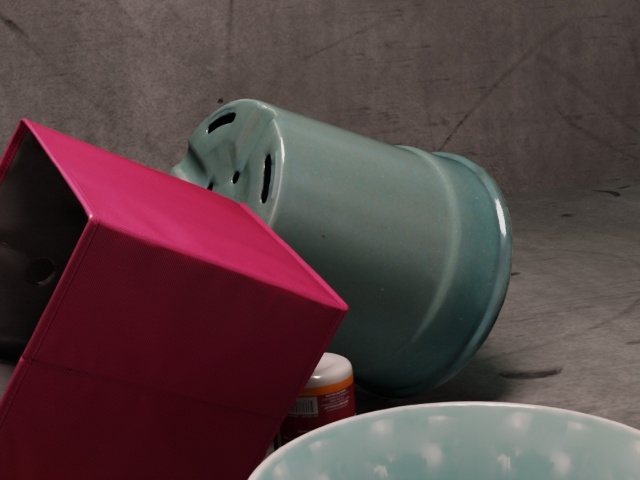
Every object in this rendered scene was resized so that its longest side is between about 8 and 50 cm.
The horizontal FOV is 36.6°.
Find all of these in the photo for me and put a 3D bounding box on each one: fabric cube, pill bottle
[{"bbox_3d":[-0.184,0.078,0.893,0.258,0.259,0.254,21,11,-36],"label":"fabric cube"},{"bbox_3d":[-0.005,0.195,0.966,0.086,0.152,0.086,-4,11,1],"label":"pill bottle"}]

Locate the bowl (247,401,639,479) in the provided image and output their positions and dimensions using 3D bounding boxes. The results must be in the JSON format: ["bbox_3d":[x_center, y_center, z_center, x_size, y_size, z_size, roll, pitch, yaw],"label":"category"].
[{"bbox_3d":[0.107,0.240,0.667,0.312,0.163,0.311,-5,11,1],"label":"bowl"}]

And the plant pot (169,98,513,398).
[{"bbox_3d":[0.000,0.000,1.197,0.334,0.341,0.341,19,-6,-38],"label":"plant pot"}]
